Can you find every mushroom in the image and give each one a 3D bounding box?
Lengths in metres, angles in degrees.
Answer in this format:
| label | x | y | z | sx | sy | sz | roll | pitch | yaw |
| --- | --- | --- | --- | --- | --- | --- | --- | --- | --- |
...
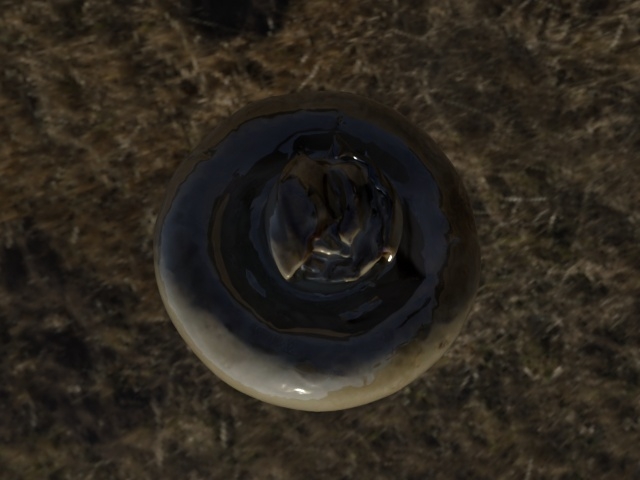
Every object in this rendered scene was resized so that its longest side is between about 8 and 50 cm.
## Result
| label | x | y | z | sx | sy | sz | roll | pitch | yaw |
| --- | --- | --- | --- | --- | --- | --- | --- | --- | --- |
| mushroom | 0.000 | 0.000 | 1.205 | 0.362 | 0.362 | 0.294 | 51 | 163 | 10 |
